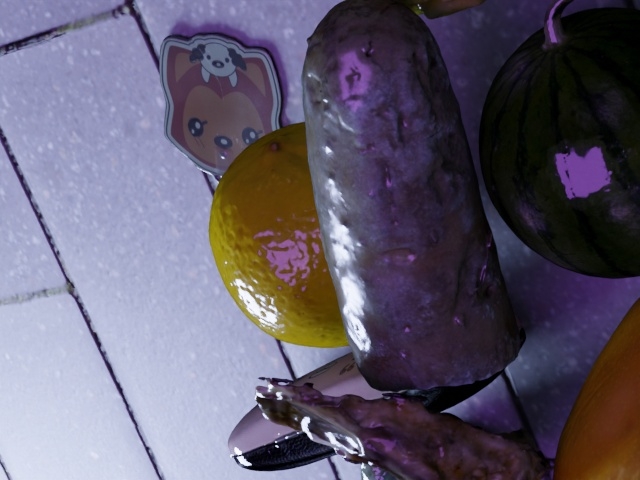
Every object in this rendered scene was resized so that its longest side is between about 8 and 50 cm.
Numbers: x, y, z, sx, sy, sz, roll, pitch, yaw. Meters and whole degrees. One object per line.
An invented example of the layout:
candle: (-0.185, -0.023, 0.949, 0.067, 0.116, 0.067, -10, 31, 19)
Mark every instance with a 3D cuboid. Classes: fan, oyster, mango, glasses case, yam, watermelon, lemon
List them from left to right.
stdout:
fan: (-0.086, -0.081, 1.457, 0.132, 0.009, 0.220, 13, 121, 27)
lemon: (0.000, 0.000, 1.341, 0.178, 0.178, 0.203, -3, 124, 34)
glasses case: (0.044, 0.132, 1.420, 0.314, 0.122, 0.075, -26, 93, 40)
oyster: (0.067, 0.167, 1.267, 0.166, 0.294, 0.094, 6, 79, 66)
yam: (0.062, -0.023, 1.172, 0.133, 0.133, 0.330, 7, 129, 29)
watermelon: (0.199, -0.077, 1.156, 0.188, 0.188, 0.215, -15, 126, 37)
mango: (0.288, 0.120, 1.229, 0.144, 0.187, 0.359, 13, 121, -25)

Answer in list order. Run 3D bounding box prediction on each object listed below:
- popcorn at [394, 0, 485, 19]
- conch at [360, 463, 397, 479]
popcorn: (0.060, -0.290, 1.129, 0.251, 0.206, 0.237, 41, 147, 17)
conch: (0.099, 0.251, 1.454, 0.176, 0.122, 0.188, 12, 121, 55)
